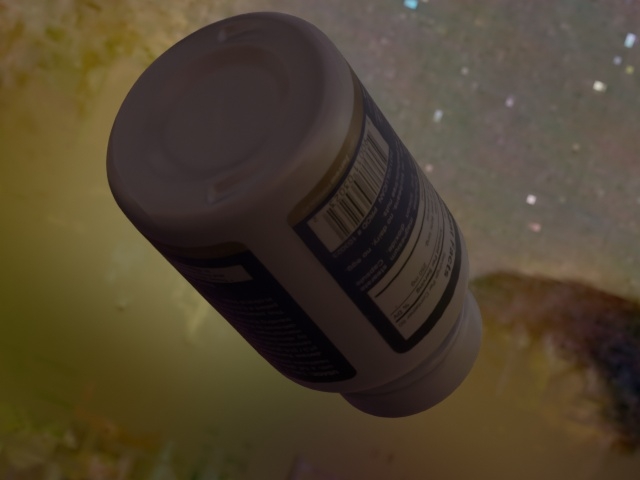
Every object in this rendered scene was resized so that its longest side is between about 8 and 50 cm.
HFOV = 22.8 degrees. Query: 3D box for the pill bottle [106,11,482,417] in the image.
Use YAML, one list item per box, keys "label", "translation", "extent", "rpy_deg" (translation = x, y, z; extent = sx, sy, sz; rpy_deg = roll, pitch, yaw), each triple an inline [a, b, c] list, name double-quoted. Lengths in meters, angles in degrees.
- label: "pill bottle"
  translation: [0.000, 0.000, 0.602]
  extent: [0.094, 0.094, 0.169]
  rpy_deg: [17, -22, 37]
